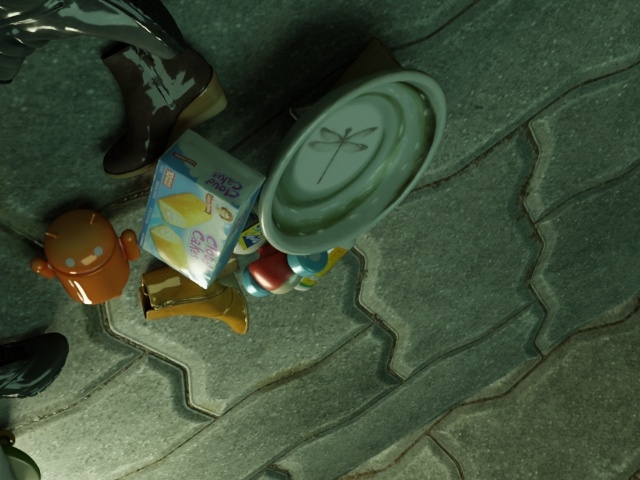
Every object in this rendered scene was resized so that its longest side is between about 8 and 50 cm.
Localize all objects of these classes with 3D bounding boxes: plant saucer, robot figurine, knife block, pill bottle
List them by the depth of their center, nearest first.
[{"bbox_3d":[0.040,-0.152,1.716,0.400,0.100,0.400,-30,148,-21],"label":"plant saucer"},{"bbox_3d":[-0.413,0.030,1.727,0.219,0.158,0.128,83,26,-57],"label":"robot figurine"},{"bbox_3d":[0.031,-0.217,1.825,0.242,0.088,0.275,-24,149,-16],"label":"knife block"},{"bbox_3d":[0.000,0.000,2.081,0.208,0.117,0.117,-46,148,20],"label":"pill bottle"}]

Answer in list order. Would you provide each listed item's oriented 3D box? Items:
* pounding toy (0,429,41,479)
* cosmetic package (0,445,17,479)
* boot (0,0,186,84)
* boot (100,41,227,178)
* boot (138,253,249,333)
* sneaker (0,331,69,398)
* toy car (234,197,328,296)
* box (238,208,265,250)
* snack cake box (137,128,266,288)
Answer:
[{"bbox_3d":[-0.717,0.465,2.123,0.237,0.110,0.183,33,121,-29],"label":"pounding toy"},{"bbox_3d":[-0.814,0.514,1.968,0.377,0.097,0.284,-5,146,-7],"label":"cosmetic package"},{"bbox_3d":[-0.367,-0.296,1.341,0.223,0.118,0.338,-41,138,19],"label":"boot"},{"bbox_3d":[-0.289,-0.225,1.549,0.248,0.090,0.207,-35,138,5],"label":"boot"},{"bbox_3d":[-0.266,0.127,2.049,0.211,0.104,0.295,-20,143,-12],"label":"boot"},{"bbox_3d":[-0.623,0.250,1.877,0.286,0.109,0.130,-27,143,-14],"label":"sneaker"},{"bbox_3d":[-0.118,-0.034,1.898,0.238,0.210,0.219,34,149,-21],"label":"toy car"},{"bbox_3d":[-0.163,-0.066,1.781,0.054,0.169,0.059,-30,150,-8],"label":"box"},{"bbox_3d":[-0.204,-0.047,1.637,0.089,0.152,0.264,-54,176,-36],"label":"snack cake box"}]
